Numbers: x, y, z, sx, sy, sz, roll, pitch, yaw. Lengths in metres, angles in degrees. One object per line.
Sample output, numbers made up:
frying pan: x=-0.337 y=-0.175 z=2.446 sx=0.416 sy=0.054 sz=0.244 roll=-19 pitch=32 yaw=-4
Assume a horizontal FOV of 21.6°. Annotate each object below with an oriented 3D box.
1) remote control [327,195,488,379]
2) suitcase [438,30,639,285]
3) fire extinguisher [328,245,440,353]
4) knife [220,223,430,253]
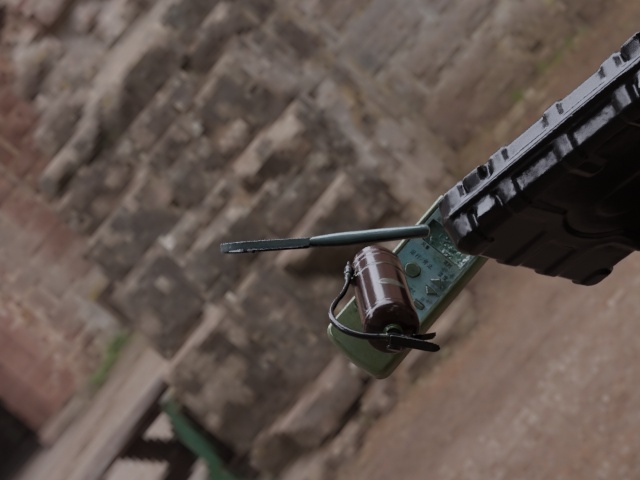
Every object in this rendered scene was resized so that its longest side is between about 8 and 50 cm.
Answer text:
remote control: x=0.112 y=0.058 z=2.042 sx=0.233 sy=0.098 sz=0.038 roll=-49 pitch=-20 yaw=-5
suitcase: x=0.259 y=-0.070 z=1.414 sx=0.285 sy=0.206 sz=0.066 roll=-40 pitch=54 yaw=32
fire extinguisher: x=0.043 y=0.050 z=1.294 sx=0.157 sy=0.078 sz=0.045 roll=-102 pitch=13 yaw=-68
knife: x=0.000 y=0.001 z=1.529 sx=0.210 sy=0.015 sz=0.028 roll=-5 pitch=6 yaw=21
